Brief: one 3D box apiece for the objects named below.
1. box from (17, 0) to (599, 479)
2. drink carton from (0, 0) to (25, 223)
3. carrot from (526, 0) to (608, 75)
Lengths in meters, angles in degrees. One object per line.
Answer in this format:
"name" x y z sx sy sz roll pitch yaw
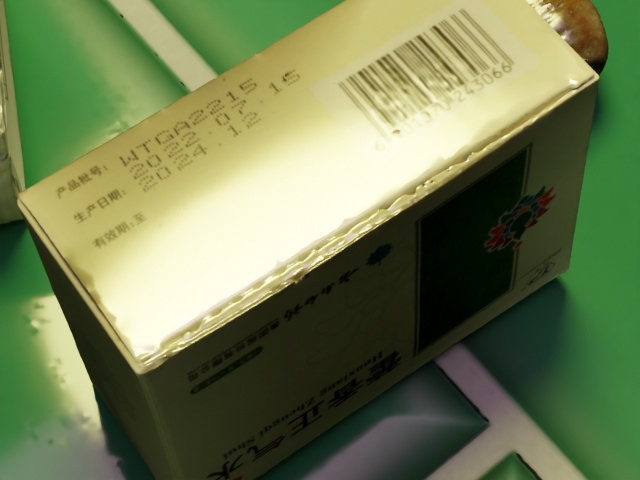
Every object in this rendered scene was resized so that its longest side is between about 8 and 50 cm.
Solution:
"box" 0.000 0.000 0.687 0.212 0.168 0.095 -33 66 -14
"drink carton" -0.217 -0.112 0.773 0.134 0.102 0.222 -8 68 -7
"carrot" 0.068 -0.138 0.810 0.060 0.060 0.186 -36 67 -15
